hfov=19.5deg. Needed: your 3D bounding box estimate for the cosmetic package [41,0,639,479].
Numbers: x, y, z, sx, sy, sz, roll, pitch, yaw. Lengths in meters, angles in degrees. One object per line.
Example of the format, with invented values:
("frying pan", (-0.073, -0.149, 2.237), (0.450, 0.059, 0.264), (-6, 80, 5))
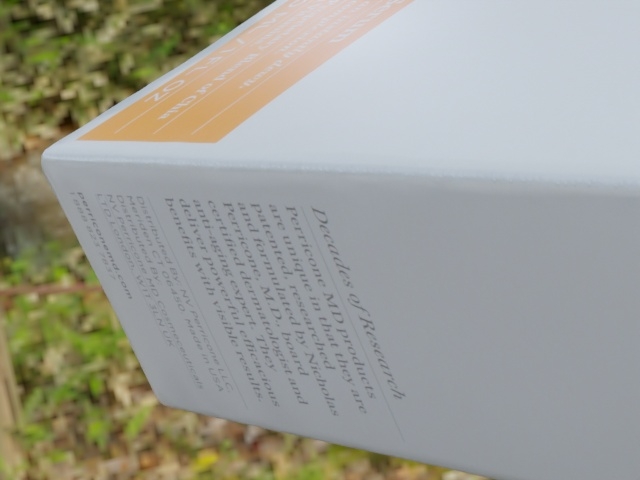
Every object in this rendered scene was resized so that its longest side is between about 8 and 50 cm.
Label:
("cosmetic package", (0.100, -0.022, 0.835), (0.230, 0.161, 0.453), (-38, 25, -31))
